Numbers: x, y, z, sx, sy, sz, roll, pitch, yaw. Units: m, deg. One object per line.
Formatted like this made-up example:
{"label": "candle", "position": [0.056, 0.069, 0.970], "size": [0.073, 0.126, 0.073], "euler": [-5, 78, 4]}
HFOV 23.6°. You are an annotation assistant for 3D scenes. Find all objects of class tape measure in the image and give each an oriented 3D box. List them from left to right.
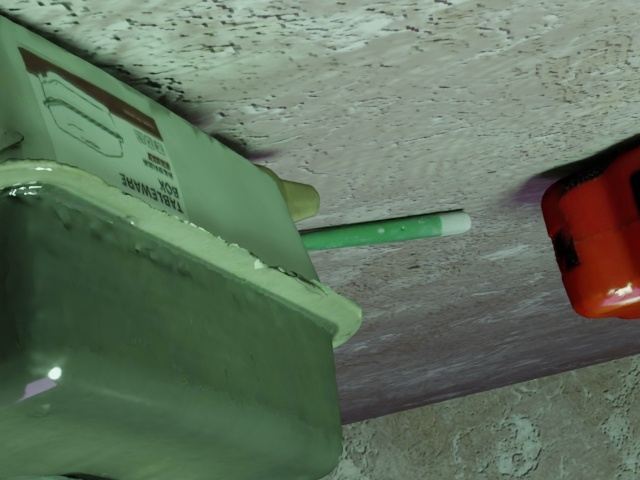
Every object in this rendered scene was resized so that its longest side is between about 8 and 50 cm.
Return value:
{"label": "tape measure", "position": [0.308, -0.022, 1.146], "size": [0.260, 0.114, 0.253], "euler": [-25, 164, 31]}

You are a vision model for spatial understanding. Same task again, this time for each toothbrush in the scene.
{"label": "toothbrush", "position": [0.000, 0.000, 1.133], "size": [0.257, 0.018, 0.024], "euler": [-8, 170, -25]}

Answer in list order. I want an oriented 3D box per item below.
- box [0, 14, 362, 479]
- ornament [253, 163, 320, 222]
{"label": "box", "position": [-0.127, 0.041, 0.683], "size": [0.221, 0.166, 0.290], "euler": [-26, 154, 20]}
{"label": "ornament", "position": [-0.144, 0.001, 0.872], "size": [0.245, 0.061, 0.230], "euler": [-1, 162, -36]}
